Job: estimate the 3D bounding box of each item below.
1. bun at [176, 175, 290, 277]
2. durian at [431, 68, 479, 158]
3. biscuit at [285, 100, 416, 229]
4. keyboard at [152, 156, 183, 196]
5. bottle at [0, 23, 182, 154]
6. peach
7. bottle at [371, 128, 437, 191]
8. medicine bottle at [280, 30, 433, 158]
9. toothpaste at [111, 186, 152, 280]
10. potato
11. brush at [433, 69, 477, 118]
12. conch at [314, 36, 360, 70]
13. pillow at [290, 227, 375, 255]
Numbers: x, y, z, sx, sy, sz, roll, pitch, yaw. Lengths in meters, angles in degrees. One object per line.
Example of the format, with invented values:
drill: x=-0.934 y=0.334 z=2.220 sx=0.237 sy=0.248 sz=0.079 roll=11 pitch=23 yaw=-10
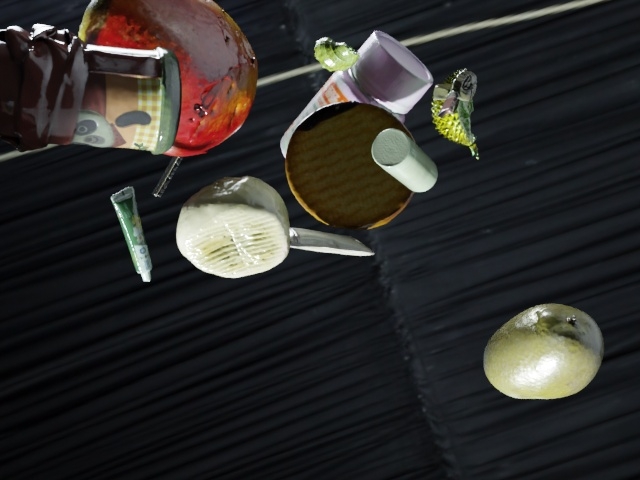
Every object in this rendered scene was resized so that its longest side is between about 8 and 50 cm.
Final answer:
bun: x=-0.152 y=-0.028 z=1.295 sx=0.127 sy=0.193 sz=0.178 roll=-105 pitch=-4 yaw=-49
durian: x=0.314 y=-0.290 z=1.692 sx=0.086 sy=0.100 sz=0.215 roll=163 pitch=104 yaw=-69
biscuit: x=0.076 y=-0.176 z=1.727 sx=0.040 sy=0.318 sz=0.317 roll=102 pitch=150 yaw=-75
keyboard: x=-0.387 y=-0.260 z=2.102 sx=0.027 sy=0.317 sz=0.106 roll=30 pitch=177 yaw=-15
bottle: x=-0.309 y=-0.173 z=0.878 sx=0.143 sy=0.271 sz=0.156 roll=-128 pitch=44 yaw=-56
peach: x=-0.316 y=-0.354 z=1.478 sx=0.417 sy=0.353 sz=0.338 roll=18 pitch=-91 yaw=-53
bottle: x=0.156 y=-0.143 z=1.349 sx=0.201 sy=0.072 sz=0.072 roll=21 pitch=-132 yaw=-67
medicine bottle: x=0.090 y=-0.324 z=1.902 sx=0.219 sy=0.388 sz=0.219 roll=33 pitch=-151 yaw=-21
toothpaste: x=-0.352 y=-0.006 z=1.413 sx=0.032 sy=0.049 sz=0.204 roll=23 pitch=133 yaw=38
potato: x=0.383 y=0.189 z=1.261 sx=0.159 sy=0.174 sz=0.251 roll=62 pitch=156 yaw=25
brush: x=0.262 y=-0.287 z=1.485 sx=0.071 sy=0.084 sz=0.301 roll=52 pitch=-154 yaw=-7
conch: x=0.037 y=-0.410 z=1.638 sx=0.089 sy=0.121 sz=0.074 roll=2 pitch=-87 yaw=-51
pillow: x=0.000 y=0.000 z=1.622 sx=0.131 sy=0.233 sz=0.038 roll=-143 pitch=63 yaw=-64
